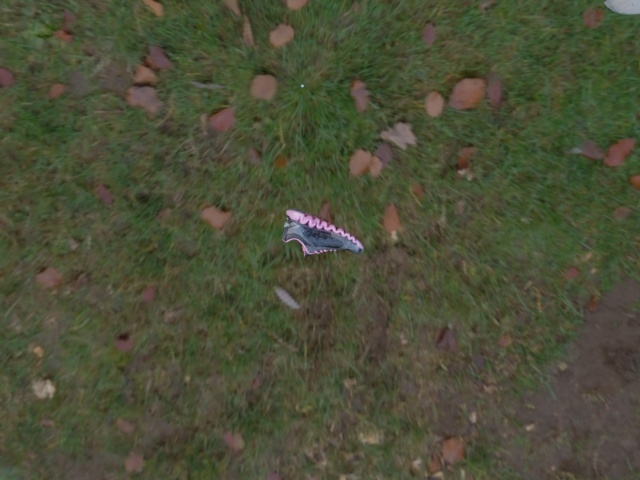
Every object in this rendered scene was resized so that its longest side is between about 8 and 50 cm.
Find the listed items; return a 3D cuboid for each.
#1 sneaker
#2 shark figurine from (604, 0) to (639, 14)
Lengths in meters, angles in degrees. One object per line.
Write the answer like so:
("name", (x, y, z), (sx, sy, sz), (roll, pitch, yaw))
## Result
("sneaker", (0.000, 0.000, 1.276), (0.119, 0.047, 0.057), (23, 92, -8))
("shark figurine", (0.348, -0.296, 0.985), (0.116, 0.166, 0.278), (-31, 67, 19))
